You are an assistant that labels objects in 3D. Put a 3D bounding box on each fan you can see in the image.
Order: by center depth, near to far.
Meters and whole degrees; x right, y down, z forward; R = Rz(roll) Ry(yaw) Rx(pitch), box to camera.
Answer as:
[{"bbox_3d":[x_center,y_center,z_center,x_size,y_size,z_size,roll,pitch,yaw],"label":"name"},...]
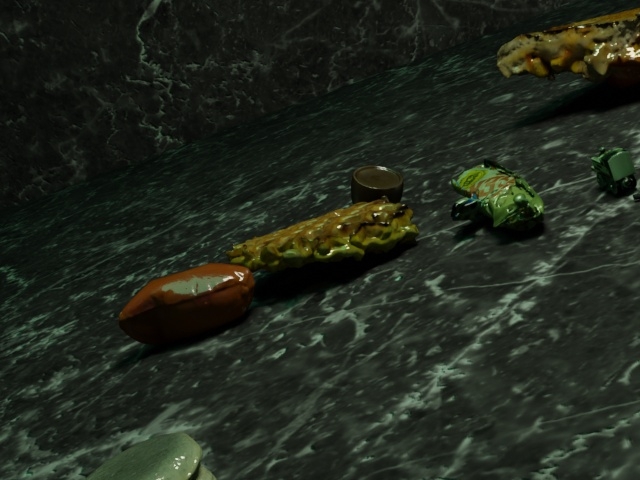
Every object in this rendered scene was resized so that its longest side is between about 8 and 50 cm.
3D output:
[{"bbox_3d":[-0.023,0.047,1.557,0.083,0.004,0.056,-12,17,30],"label":"fan"}]

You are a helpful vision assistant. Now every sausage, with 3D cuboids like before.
[{"bbox_3d":[-0.169,0.081,1.485,0.179,0.089,0.089,-16,14,2],"label":"sausage"}]

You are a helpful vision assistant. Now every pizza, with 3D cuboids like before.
[{"bbox_3d":[0.535,-0.304,1.791,0.440,0.130,0.406,-15,12,-18],"label":"pizza"}]

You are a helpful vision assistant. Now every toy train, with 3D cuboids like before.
[{"bbox_3d":[0.353,-0.087,1.396,0.033,0.053,0.083,-23,15,-2],"label":"toy train"}]

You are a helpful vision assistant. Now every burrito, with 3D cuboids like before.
[{"bbox_3d":[0.211,-0.053,1.478,0.104,0.054,0.288,-23,14,-2],"label":"burrito"}]

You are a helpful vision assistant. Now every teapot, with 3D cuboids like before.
[{"bbox_3d":[0.083,-0.059,1.681,0.076,0.068,0.121,-4,32,-15],"label":"teapot"}]

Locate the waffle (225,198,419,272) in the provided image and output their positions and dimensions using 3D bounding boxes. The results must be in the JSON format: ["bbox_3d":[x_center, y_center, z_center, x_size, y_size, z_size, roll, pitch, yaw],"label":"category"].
[{"bbox_3d":[0.000,0.000,1.552,0.237,0.059,0.243,-20,10,-30],"label":"waffle"}]

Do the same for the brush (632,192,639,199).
[{"bbox_3d":[0.394,-0.056,1.313,0.083,0.008,0.024,-10,21,37],"label":"brush"}]

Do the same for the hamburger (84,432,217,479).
[{"bbox_3d":[-0.155,0.222,0.992,0.133,0.062,0.140,-18,16,31],"label":"hamburger"}]
